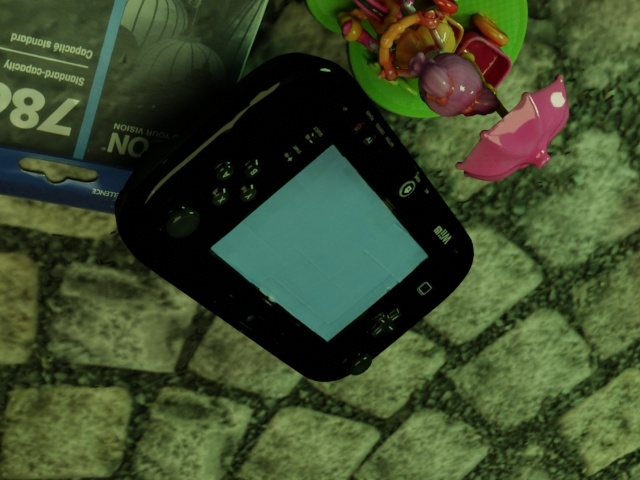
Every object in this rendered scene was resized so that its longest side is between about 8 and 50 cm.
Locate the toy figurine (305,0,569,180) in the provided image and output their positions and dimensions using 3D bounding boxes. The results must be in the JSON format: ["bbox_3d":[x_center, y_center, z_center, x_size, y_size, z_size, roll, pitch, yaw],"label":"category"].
[{"bbox_3d":[0.083,-0.107,0.637,0.173,0.159,0.130,26,114,-31],"label":"toy figurine"}]

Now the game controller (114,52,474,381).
[{"bbox_3d":[0.000,0.000,0.701,0.166,0.067,0.319,-33,146,9],"label":"game controller"}]

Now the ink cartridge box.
[{"bbox_3d":[-0.120,-0.142,0.608,0.165,0.065,0.333,8,122,-24],"label":"ink cartridge box"}]
